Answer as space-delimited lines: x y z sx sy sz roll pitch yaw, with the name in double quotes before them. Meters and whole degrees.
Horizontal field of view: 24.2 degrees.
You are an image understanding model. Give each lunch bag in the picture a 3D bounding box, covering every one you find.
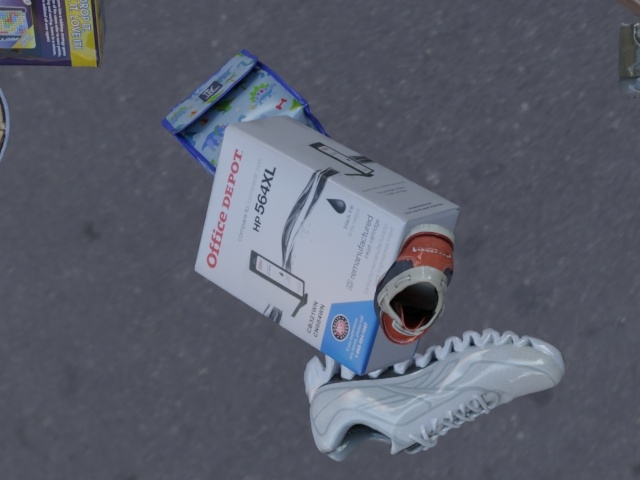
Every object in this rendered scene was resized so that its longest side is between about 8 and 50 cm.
"lunch bag" -0.088 -0.129 1.624 0.129 0.096 0.151 -42 54 -4

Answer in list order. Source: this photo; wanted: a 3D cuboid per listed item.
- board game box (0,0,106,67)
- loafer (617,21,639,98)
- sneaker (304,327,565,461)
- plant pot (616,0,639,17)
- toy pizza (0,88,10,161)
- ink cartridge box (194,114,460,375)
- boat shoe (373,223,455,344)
"board game box" -0.215 -0.193 0.967 0.141 0.048 0.170 0 136 -3
"loafer" 0.411 -0.215 1.487 0.251 0.094 0.087 -18 96 -4
"sneaker" 0.125 0.174 1.626 0.292 0.118 0.110 -11 144 16
"plant pot" 0.274 -0.264 1.101 0.237 0.110 0.237 0 91 -13
"toy pizza" -0.431 -0.115 1.592 0.201 0.201 0.032 26 164 17
"ink cartridge box" 0.000 0.000 1.274 0.203 0.086 0.148 29 117 31
"boat shoe" 0.063 0.040 1.013 0.049 0.043 0.137 10 149 -4
